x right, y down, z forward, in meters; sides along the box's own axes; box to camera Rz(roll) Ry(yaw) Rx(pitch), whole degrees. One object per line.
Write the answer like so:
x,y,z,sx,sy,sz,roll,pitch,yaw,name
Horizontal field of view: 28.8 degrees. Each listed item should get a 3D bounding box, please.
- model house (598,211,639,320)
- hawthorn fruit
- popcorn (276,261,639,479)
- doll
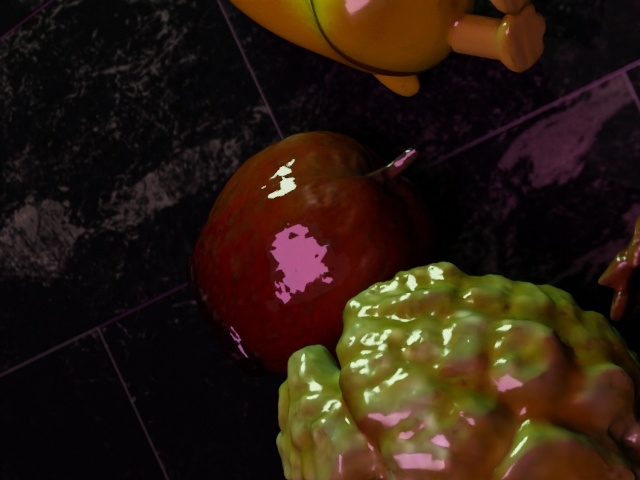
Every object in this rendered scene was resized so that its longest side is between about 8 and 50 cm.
0.321,-0.020,0.902,0.229,0.219,0.199,-120,28,-60,model house
0.000,0.000,1.092,0.215,0.215,0.250,46,122,13,hawthorn fruit
0.135,0.162,0.986,0.274,0.335,0.279,-113,29,-57,popcorn
0.020,-0.212,1.064,0.363,0.145,0.199,18,137,39,doll
